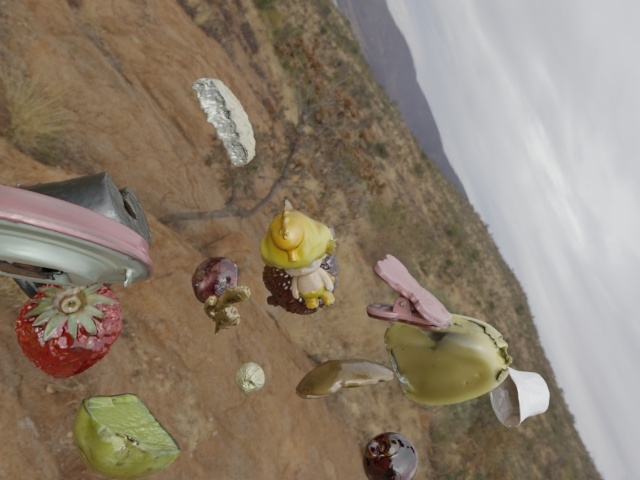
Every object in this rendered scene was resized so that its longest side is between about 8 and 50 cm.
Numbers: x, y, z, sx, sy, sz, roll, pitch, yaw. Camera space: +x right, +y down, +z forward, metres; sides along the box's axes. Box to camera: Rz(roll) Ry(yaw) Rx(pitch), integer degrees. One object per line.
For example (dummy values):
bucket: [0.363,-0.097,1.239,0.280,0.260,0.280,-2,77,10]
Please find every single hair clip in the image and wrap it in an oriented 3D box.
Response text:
hair clip: [0.149,0.086,0.786,0.123,0.138,0.102,-8,106,-64]

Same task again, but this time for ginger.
ginger: [-0.295,0.220,1.568,0.133,0.214,0.059,55,23,-13]

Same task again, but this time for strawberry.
strawberry: [-0.533,0.204,1.027,0.205,0.245,0.205,14,43,-13]

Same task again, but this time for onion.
onion: [-0.501,0.200,2.334,0.219,0.252,0.252,34,38,-52]

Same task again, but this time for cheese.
cheese: [0.332,0.302,1.244,0.128,0.315,0.260,-43,110,-50]

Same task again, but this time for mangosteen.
mangosteen: [0.182,0.579,1.272,0.153,0.152,0.153,57,20,-35]

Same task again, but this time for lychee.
lychee: [-0.080,0.150,1.902,0.306,0.330,0.306,48,-1,1]

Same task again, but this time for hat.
hat: [0.620,0.472,1.486,0.203,0.126,0.203,177,-90,-82]

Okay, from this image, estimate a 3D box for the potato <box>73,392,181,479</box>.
potato: [-0.647,0.631,1.478,0.330,0.213,0.280,25,-8,37]

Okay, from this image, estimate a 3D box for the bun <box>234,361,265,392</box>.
bun: [-0.258,0.498,1.730,0.069,0.115,0.115,-33,102,-81]

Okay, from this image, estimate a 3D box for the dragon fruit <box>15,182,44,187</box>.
dragon fruit: [-0.787,-0.081,1.433,0.218,0.223,0.148,-94,-165,-80]

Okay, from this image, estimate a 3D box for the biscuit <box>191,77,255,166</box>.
biscuit: [-0.280,-0.384,1.499,0.281,0.084,0.179,62,23,-21]

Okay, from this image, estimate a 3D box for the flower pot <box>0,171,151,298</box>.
flower pot: [-0.579,-0.012,1.195,0.380,0.250,0.379,64,-4,8]

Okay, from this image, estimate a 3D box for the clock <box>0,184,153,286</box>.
clock: [-0.299,0.008,0.502,0.244,0.244,0.056,40,53,-58]

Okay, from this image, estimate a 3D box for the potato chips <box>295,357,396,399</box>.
potato chips: [0.039,0.247,0.876,0.208,0.195,0.062,12,61,-48]

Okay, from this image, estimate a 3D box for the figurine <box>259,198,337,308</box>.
figurine: [-0.034,0.034,0.961,0.131,0.156,0.247,-93,169,-53]

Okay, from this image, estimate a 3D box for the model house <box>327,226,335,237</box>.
model house: [0.000,0.000,1.384,0.058,0.083,0.057,-24,98,-61]
